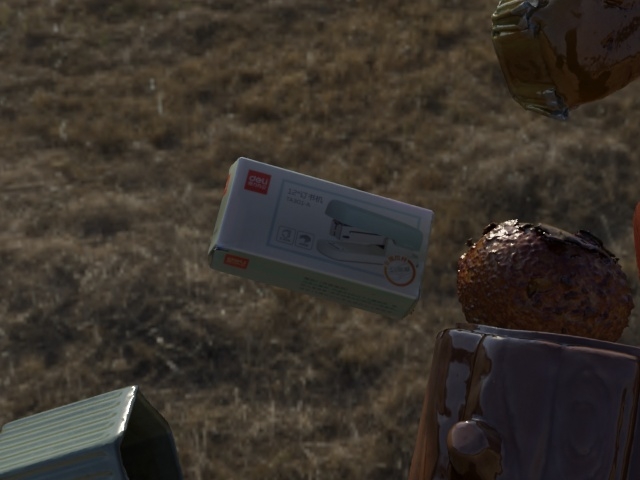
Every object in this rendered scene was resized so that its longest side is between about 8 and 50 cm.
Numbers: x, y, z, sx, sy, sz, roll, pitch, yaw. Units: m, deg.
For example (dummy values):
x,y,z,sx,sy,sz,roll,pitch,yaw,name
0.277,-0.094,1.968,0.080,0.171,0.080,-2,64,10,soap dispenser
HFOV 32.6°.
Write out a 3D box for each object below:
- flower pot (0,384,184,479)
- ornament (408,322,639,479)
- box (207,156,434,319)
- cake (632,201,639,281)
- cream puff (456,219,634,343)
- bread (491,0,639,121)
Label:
x,y,z,sx,sy,sz,roll,pitch,yaw,name
-0.280,0.315,1.337,0.189,0.239,0.209,-16,-7,8,flower pot
0.140,0.172,0.703,0.221,0.218,0.235,15,-8,-41,ornament
0.000,0.000,1.374,0.269,0.079,0.135,16,63,-5,box
0.390,-0.039,1.066,0.158,0.262,0.160,-8,40,8,cake
0.397,0.116,1.978,0.350,0.350,0.229,15,73,21,cream puff
0.289,-0.230,1.108,0.241,0.136,0.107,-35,24,-25,bread
